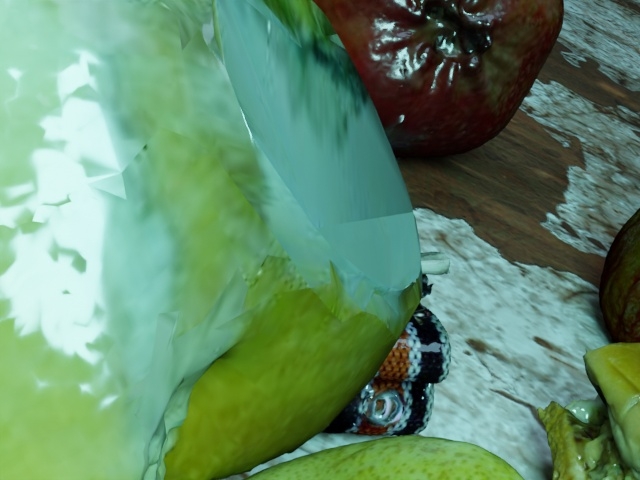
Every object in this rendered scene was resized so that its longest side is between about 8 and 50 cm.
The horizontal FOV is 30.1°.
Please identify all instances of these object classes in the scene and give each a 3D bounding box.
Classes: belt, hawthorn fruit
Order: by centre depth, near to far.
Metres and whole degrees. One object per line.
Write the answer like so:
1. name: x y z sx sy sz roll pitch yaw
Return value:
1. belt: 0.000 0.000 0.862 0.094 0.126 0.359 5 29 -17
2. hawthorn fruit: 0.086 -0.214 1.146 0.265 0.265 0.307 20 8 -11

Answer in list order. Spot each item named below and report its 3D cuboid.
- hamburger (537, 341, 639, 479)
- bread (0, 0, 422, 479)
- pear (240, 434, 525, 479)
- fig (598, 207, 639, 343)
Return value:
1. hamburger: 0.287 0.176 0.774 0.283 0.144 0.156 23 30 -11
2. bread: -0.114 -0.006 0.501 0.264 0.239 0.395 -10 5 18
3. pear: 0.011 0.196 0.468 0.188 0.211 0.228 25 36 37
4. fig: 0.343 -0.011 1.002 0.191 0.290 0.190 12 8 -2
